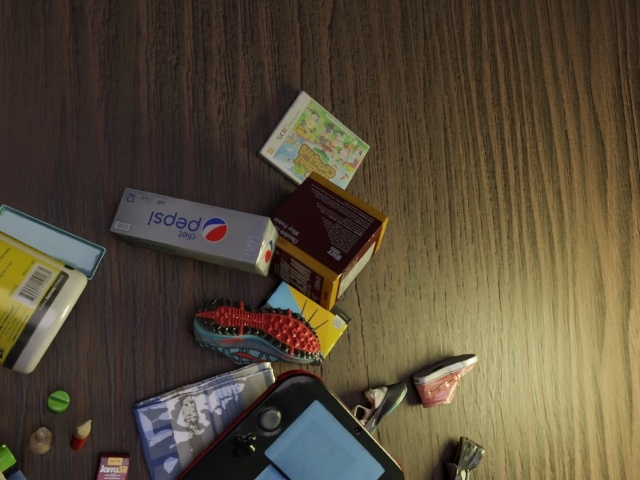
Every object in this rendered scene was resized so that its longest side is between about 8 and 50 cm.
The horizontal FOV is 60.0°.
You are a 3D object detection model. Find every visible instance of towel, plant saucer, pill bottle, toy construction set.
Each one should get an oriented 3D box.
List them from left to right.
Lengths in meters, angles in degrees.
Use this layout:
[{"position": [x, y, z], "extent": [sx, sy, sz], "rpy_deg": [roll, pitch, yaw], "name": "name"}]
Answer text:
[{"position": [-0.570, 0.060, 0.879], "extent": [0.334, 0.188, 0.188], "rpy_deg": [32, 70, -18], "name": "pill bottle"}, {"position": [-0.506, 0.291, 0.824], "extent": [0.309, 0.237, 0.257], "rpy_deg": [-2, 61, -32], "name": "toy construction set"}, {"position": [-0.500, 0.005, 1.016], "extent": [0.192, 0.018, 0.067], "rpy_deg": [27, 72, -19], "name": "plant saucer"}, {"position": [-0.206, 0.372, 1.095], "extent": [0.285, 0.034, 0.209], "rpy_deg": [-14, 91, -25], "name": "towel"}]

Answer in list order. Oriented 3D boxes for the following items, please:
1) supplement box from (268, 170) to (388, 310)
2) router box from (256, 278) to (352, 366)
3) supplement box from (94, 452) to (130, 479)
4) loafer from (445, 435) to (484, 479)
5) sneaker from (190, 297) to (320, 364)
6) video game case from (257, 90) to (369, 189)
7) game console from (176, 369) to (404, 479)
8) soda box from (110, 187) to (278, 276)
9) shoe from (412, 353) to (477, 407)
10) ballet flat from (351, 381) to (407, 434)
[{"position": [0.000, 0.000, 1.144], "extent": [0.191, 0.129, 0.194], "rpy_deg": [33, 62, 15], "name": "supplement box"}, {"position": [-0.038, 0.164, 1.197], "extent": [0.179, 0.046, 0.133], "rpy_deg": [43, 67, -13], "name": "router box"}, {"position": [-0.377, 0.429, 0.998], "extent": [0.055, 0.043, 0.083], "rpy_deg": [11, 77, -22], "name": "supplement box"}, {"position": [0.321, 0.547, 1.314], "extent": [0.061, 0.062, 0.170], "rpy_deg": [35, 64, 7], "name": "loafer"}, {"position": [-0.130, 0.194, 1.114], "extent": [0.262, 0.125, 0.104], "rpy_deg": [19, 46, -13], "name": "sneaker"}, {"position": [-0.010, -0.207, 1.277], "extent": [0.212, 0.023, 0.193], "rpy_deg": [37, 69, -17], "name": "video game case"}, {"position": [-0.042, 0.483, 1.101], "extent": [0.342, 0.060, 0.386], "rpy_deg": [-44, 106, -15], "name": "game console"}, {"position": [-0.230, -0.015, 1.030], "extent": [0.286, 0.098, 0.091], "rpy_deg": [12, 75, 9], "name": "soda box"}, {"position": [0.308, 0.336, 1.331], "extent": [0.178, 0.063, 0.081], "rpy_deg": [-17, 92, -21], "name": "shoe"}, {"position": [0.113, 0.377, 1.227], "extent": [0.203, 0.074, 0.074], "rpy_deg": [-46, 102, -21], "name": "ballet flat"}]
